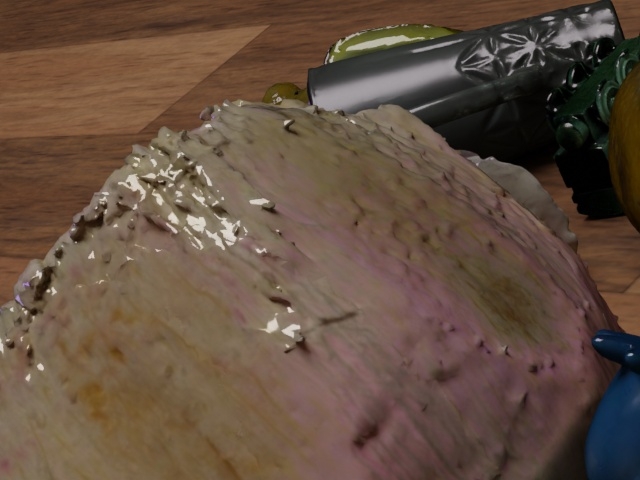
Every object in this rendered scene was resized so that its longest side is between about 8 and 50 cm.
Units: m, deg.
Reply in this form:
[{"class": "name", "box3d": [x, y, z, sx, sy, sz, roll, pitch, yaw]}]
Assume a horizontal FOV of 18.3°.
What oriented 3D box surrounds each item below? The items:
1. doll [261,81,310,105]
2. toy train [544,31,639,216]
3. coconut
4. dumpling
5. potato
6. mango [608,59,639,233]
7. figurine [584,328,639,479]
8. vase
[{"class": "doll", "box3d": [0.003, -0.140, 1.996, 0.209, 0.097, 0.137, -39, -18, 22]}, {"class": "toy train", "box3d": [0.251, -0.105, 1.665, 0.071, 0.111, 0.170, -7, 27, 40]}, {"class": "coconut", "box3d": [0.007, 0.139, 1.131, 0.404, 0.404, 0.404, -25, 23, 11]}, {"class": "dumpling", "box3d": [0.119, -0.015, 1.602, 0.188, 0.127, 0.108, 3, 51, 48]}, {"class": "potato", "box3d": [0.100, -0.168, 1.901, 0.198, 0.119, 0.054, -2, 55, -1]}, {"class": "mango", "box3d": [0.304, -0.089, 1.497, 0.176, 0.176, 0.329, 16, 24, -7]}, {"class": "figurine", "box3d": [0.188, 0.184, 0.920, 0.298, 0.243, 0.416, 20, 50, 26]}, {"class": "vase", "box3d": [0.134, -0.123, 1.796, 0.301, 0.156, 0.251, -18, 2, 10]}]
